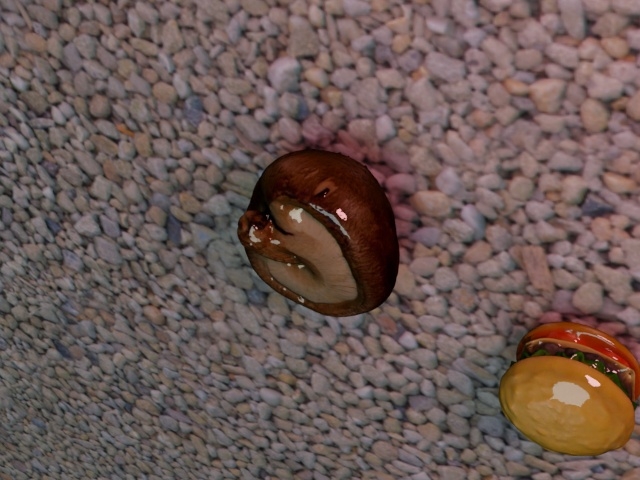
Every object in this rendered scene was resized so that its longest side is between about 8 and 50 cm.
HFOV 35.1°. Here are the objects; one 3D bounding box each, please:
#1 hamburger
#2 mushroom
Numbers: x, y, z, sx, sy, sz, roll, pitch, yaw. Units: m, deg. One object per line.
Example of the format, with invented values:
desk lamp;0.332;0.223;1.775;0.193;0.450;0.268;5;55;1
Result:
hamburger;0.284;0.168;1.139;0.162;0.115;0.162;20;140;18
mushroom;0.006;-0.012;1.158;0.194;0.138;0.231;28;152;-11
